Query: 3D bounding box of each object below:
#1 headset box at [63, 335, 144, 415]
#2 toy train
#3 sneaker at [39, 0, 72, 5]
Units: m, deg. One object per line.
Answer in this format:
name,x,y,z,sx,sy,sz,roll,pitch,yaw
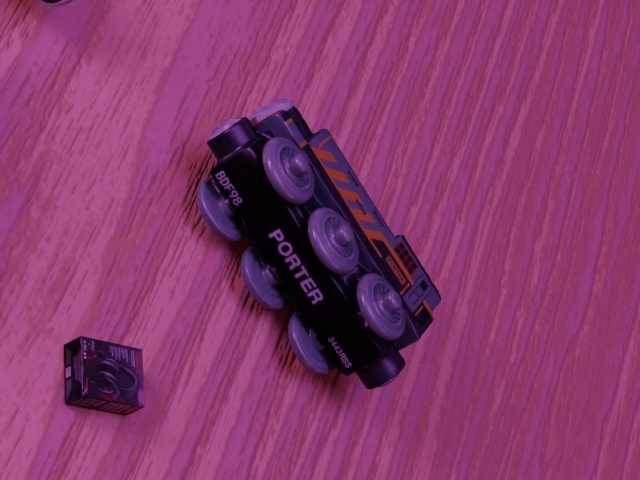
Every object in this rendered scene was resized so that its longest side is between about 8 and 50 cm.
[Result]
headset box,-0.207,0.133,1.739,0.083,0.032,0.062,16,59,-38
toy train,0.000,0.000,1.952,0.334,0.142,0.190,56,30,-6
sneaker,-0.351,-0.329,1.759,0.268,0.101,0.153,53,32,-4
